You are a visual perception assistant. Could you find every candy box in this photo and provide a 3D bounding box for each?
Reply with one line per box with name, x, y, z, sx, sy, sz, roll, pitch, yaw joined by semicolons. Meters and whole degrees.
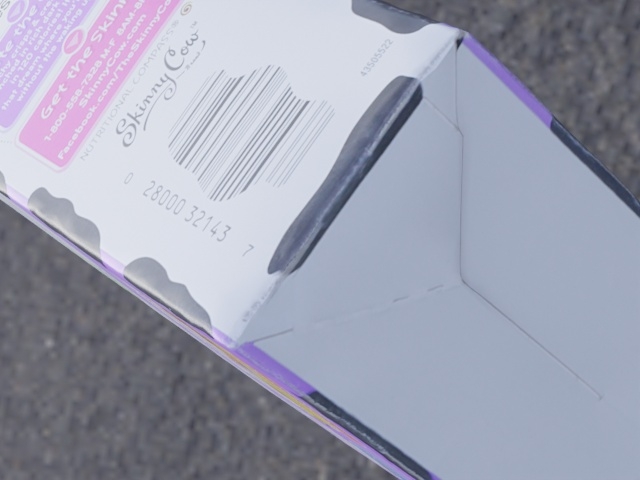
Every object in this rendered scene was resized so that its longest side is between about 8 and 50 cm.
candy box;0.000;0.000;0.441;0.070;0.165;0.196;-55;39;-5
